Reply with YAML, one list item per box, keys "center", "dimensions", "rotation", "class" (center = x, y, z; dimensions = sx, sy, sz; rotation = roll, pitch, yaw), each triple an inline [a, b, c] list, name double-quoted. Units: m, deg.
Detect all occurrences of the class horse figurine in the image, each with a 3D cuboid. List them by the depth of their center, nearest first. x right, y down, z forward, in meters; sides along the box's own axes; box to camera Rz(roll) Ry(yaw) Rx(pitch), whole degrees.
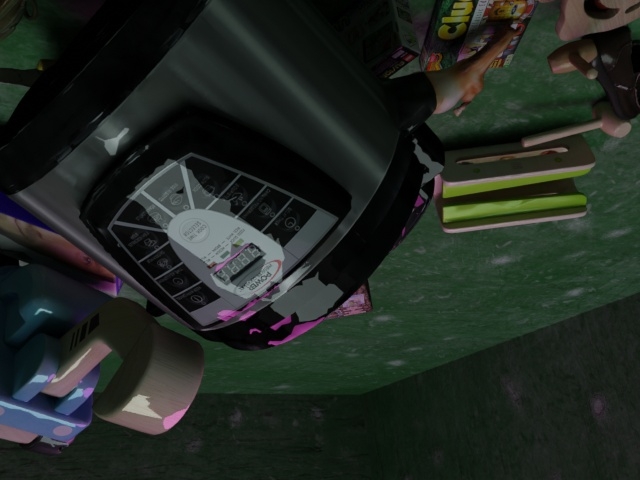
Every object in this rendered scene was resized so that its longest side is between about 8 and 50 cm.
- center: [0.145, -0.195, 0.981]
  dimensions: [0.263, 0.066, 0.174]
  rotation: [-25, 170, -22]
  class: "horse figurine"

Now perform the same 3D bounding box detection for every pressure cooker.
- center: [-0.089, -0.090, 0.800]
  dimensions: [0.420, 0.375, 0.370]
  rotation: [43, 158, -28]
  class: "pressure cooker"

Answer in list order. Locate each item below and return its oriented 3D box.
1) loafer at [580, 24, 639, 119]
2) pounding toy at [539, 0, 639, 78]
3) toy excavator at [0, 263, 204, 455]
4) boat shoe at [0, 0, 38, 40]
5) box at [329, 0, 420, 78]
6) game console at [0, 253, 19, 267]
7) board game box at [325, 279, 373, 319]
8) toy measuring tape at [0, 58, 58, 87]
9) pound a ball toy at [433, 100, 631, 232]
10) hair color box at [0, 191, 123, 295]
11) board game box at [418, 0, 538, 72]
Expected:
- center: [0.471, -0.254, 1.097]
  dimensions: [0.078, 0.080, 0.220]
  rotation: [-21, 154, 31]
  class: "loafer"
- center: [0.354, -0.290, 0.842]
  dimensions: [0.154, 0.154, 0.269]
  rotation: [-23, 161, 6]
  class: "pounding toy"
- center: [-0.365, 0.152, 1.026]
  dimensions: [0.445, 0.433, 0.222]
  rotation: [-42, 131, 21]
  class: "toy excavator"
- center: [-0.390, -0.266, 0.796]
  dimensions: [0.285, 0.104, 0.089]
  rotation: [-17, -171, 34]
  class: "boat shoe"
- center: [0.036, -0.241, 0.946]
  dimensions: [0.036, 0.114, 0.207]
  rotation: [12, 151, -40]
  class: "box"
- center: [-0.676, 0.082, 1.208]
  dimensions: [0.060, 0.342, 0.386]
  rotation: [-36, 147, 23]
  class: "game console"
- center: [0.000, 0.000, 1.359]
  dimensions: [0.141, 0.232, 0.291]
  rotation: [-11, 158, 6]
  class: "board game box"
- center: [-0.349, -0.170, 0.918]
  dimensions: [0.121, 0.121, 0.330]
  rotation: [-25, 174, 36]
  class: "toy measuring tape"
- center: [0.369, -0.148, 1.299]
  dimensions: [0.319, 0.135, 0.208]
  rotation: [-8, 132, 1]
  class: "pound a ball toy"
- center: [-0.458, -0.043, 1.115]
  dimensions: [0.339, 0.110, 0.185]
  rotation: [20, 153, -6]
  class: "hair color box"
- center: [0.219, -0.313, 0.945]
  dimensions: [0.136, 0.030, 0.259]
  rotation: [-4, 157, -4]
  class: "board game box"
